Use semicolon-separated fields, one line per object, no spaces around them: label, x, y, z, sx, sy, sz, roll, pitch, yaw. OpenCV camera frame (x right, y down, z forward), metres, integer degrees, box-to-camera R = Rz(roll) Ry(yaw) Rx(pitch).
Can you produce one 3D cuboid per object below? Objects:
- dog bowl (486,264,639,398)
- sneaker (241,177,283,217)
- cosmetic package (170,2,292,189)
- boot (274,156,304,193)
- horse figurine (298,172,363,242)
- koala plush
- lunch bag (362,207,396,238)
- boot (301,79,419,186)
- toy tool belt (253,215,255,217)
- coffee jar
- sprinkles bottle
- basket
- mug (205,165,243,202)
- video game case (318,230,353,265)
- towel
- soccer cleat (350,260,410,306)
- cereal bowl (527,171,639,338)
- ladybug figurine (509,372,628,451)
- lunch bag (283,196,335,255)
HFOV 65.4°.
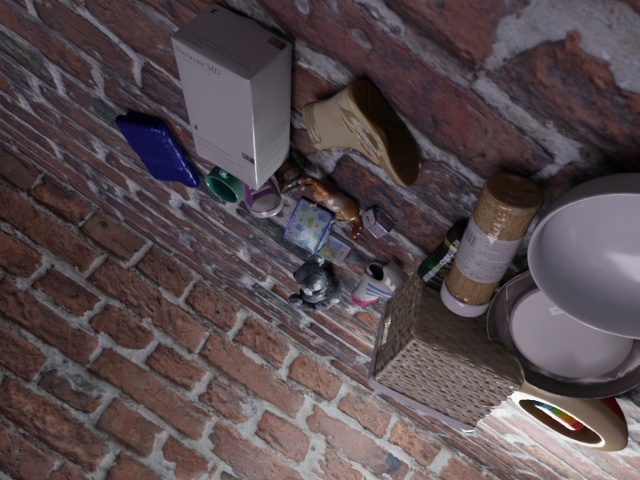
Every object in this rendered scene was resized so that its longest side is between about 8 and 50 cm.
dog bowl;0.568;0.190;1.138;0.349;0.102;0.348;13;120;23
sneaker;-0.193;-0.190;1.399;0.282;0.102;0.161;-119;9;-46
cosmetic package;-0.195;-0.322;1.179;0.217;0.156;0.385;31;154;14
boot;-0.104;-0.207;1.458;0.106;0.082;0.219;59;165;3
horse figurine;0.036;-0.104;1.455;0.263;0.066;0.174;39;161;-9
koala plush;-0.025;0.154;1.902;0.204;0.196;0.221;12;150;18
lunch bag;0.159;-0.052;1.416;0.083;0.053;0.071;46;154;-7
boot;0.088;-0.222;1.122;0.204;0.095;0.262;-2;137;52
toy tool belt;-0.237;-0.109;1.804;0.052;0.051;0.083;34;157;-2
coffee jar;0.333;0.042;1.273;0.096;0.079;0.184;31;130;2
sprinkles bottle;0.366;0.022;1.098;0.121;0.121;0.355;25;139;17
basket;0.345;0.279;1.382;0.332;0.328;0.266;24;132;-2
mug;-0.292;-0.202;1.637;0.129;0.097;0.158;45;153;-25
video game case;0.000;0.000;1.751;0.213;0.023;0.193;32;156;3
towel;-0.576;-0.327;1.798;0.228;0.076;0.308;14;150;23
soccer cleat;0.187;0.138;1.703;0.143;0.116;0.331;54;151;-7
cereal bowl;0.561;0.014;0.889;0.339;0.141;0.338;23;143;19
ladybug figurine;0.761;0.489;1.561;0.449;0.161;0.305;36;157;-8
lunch bag;-0.031;-0.053;1.605;0.129;0.096;0.151;28;127;11
